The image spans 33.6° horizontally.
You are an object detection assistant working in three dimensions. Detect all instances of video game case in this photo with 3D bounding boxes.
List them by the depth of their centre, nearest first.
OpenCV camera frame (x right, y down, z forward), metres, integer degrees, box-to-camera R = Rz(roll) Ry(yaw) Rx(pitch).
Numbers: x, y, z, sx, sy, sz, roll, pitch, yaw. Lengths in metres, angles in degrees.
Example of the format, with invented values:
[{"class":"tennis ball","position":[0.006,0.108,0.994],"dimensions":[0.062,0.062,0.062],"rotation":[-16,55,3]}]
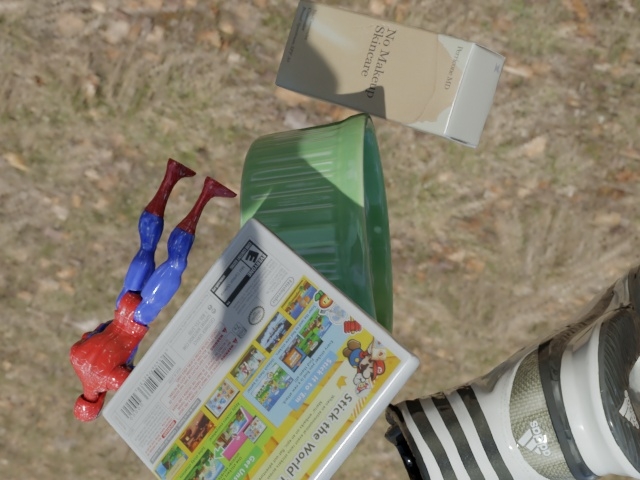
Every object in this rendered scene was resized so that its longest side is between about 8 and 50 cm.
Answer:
[{"class":"video game case","position":[-0.058,0.126,0.904],"dimensions":[0.206,0.227,0.026],"rotation":[40,-176,30]}]

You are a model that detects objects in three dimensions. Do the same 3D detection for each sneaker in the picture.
[{"class":"sneaker","position":[0.203,0.140,1.005],"dimensions":[0.257,0.169,0.447],"rotation":[-20,173,25]}]

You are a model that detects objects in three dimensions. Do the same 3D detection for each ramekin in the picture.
[{"class":"ramekin","position":[0.000,0.000,1.311],"dimensions":[0.148,0.304,0.303],"rotation":[-5,163,9]}]

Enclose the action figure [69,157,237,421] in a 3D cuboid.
[{"class":"action figure","position":[-0.167,0.068,1.118],"dimensions":[0.091,0.280,0.139],"rotation":[27,177,30]}]

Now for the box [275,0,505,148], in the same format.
[{"class":"box","position":[0.102,-0.252,1.591],"dimensions":[0.311,0.148,0.121],"rotation":[20,-173,31]}]
